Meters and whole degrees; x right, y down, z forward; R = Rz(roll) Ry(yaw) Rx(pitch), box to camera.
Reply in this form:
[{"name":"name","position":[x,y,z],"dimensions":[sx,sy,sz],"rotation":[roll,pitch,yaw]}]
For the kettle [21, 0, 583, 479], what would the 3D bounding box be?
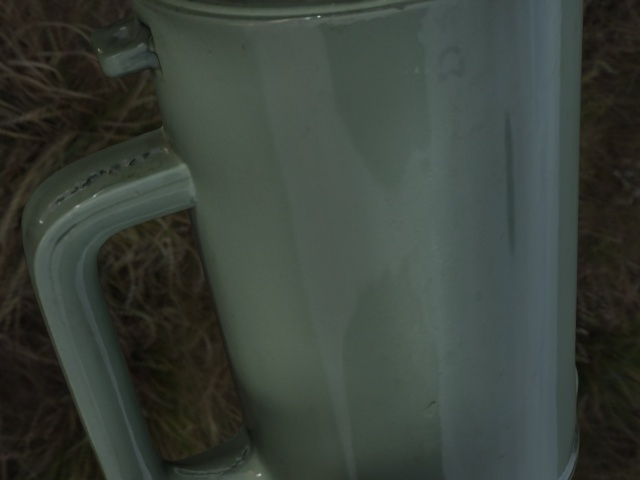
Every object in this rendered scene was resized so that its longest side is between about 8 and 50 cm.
[{"name":"kettle","position":[0.014,0.003,0.554],"dimensions":[0.265,0.205,0.318],"rotation":[-39,134,-37]}]
